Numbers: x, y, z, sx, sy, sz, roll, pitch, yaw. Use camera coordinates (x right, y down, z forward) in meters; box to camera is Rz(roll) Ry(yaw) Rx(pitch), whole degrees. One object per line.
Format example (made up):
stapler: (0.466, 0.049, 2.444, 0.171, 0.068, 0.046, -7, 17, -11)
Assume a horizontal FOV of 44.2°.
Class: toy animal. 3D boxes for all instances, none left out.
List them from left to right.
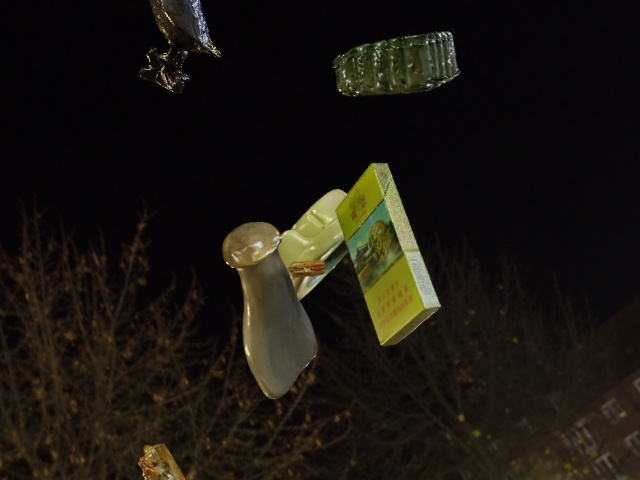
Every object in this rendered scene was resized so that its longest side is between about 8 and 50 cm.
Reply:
toy animal: (-0.198, -0.328, 1.145, 0.117, 0.121, 0.210, 10, -69, 3)

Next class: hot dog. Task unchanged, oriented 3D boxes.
hot dog: (-0.029, 0.060, 1.689, 0.083, 0.037, 0.021, -8, -6, -7)

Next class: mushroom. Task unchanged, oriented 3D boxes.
mushroom: (-0.094, 0.123, 1.446, 0.122, 0.159, 0.329, -6, -55, 11)

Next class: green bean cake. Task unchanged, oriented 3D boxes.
green bean cake: (0.180, -0.417, 1.881, 0.254, 0.132, 0.241, -5, 16, 28)

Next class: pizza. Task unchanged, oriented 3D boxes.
pizza: (-0.270, 0.404, 1.338, 0.062, 0.188, 0.199, -33, -36, -15)

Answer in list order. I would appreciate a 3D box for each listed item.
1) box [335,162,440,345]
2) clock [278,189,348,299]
box: (0.132, 0.028, 1.629, 0.047, 0.335, 0.187, -3, -28, -28)
clock: (0.000, 0.000, 1.940, 0.348, 0.117, 0.286, -43, -10, -33)
